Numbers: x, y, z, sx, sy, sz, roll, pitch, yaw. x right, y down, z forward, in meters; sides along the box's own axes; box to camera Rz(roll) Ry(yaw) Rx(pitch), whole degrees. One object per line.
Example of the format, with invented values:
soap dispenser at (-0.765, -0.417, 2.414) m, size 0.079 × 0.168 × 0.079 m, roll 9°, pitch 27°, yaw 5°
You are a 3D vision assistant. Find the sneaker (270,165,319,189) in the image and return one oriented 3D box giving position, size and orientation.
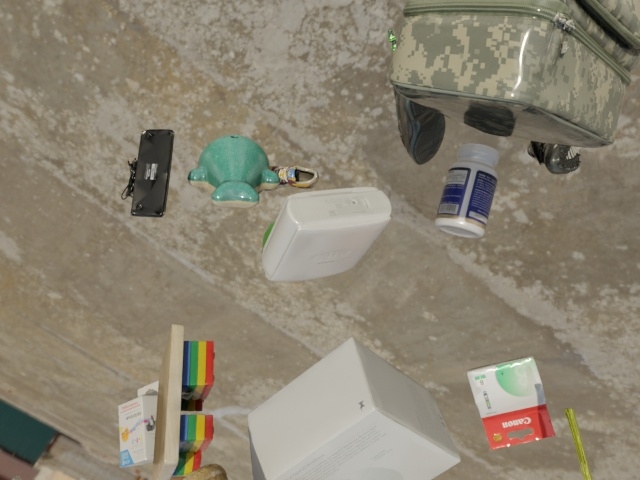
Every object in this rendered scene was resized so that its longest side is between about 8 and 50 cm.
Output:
sneaker at (-0.097, -0.170, 1.399) m, size 0.185 × 0.070 × 0.084 m, roll -4°, pitch 173°, yaw -7°

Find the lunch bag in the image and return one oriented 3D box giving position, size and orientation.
lunch bag at (0.252, -0.266, 0.636) m, size 0.305 × 0.256 × 0.212 m, roll 5°, pitch -169°, yaw -42°

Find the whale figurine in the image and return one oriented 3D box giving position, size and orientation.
whale figurine at (-0.200, -0.162, 1.240) m, size 0.216 × 0.272 × 0.141 m, roll 2°, pitch 114°, yaw -9°

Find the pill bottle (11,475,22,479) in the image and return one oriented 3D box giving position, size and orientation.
pill bottle at (-0.633, 0.626, 1.172) m, size 0.208 × 0.117 × 0.117 m, roll 46°, pitch 145°, yaw -1°

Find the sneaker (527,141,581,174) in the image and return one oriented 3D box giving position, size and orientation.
sneaker at (0.483, -0.186, 1.111) m, size 0.106 × 0.234 × 0.078 m, roll -15°, pitch 110°, yaw 39°

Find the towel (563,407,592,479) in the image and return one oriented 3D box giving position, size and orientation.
towel at (0.561, 0.482, 1.133) m, size 0.021 × 0.237 × 0.102 m, roll -15°, pitch 157°, yaw 22°

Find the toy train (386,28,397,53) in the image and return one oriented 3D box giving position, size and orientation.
toy train at (0.165, -0.424, 1.166) m, size 0.017 × 0.083 × 0.024 m, roll -19°, pitch 176°, yaw 7°

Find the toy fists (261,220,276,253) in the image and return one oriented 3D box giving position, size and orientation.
toy fists at (-0.075, -0.029, 1.800) m, size 0.279 × 0.142 × 0.096 m, roll -18°, pitch 136°, yaw 29°

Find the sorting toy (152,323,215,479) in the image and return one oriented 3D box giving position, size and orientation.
sorting toy at (-0.271, 0.338, 1.056) m, size 0.089 × 0.257 × 0.255 m, roll 6°, pitch 144°, yaw -19°

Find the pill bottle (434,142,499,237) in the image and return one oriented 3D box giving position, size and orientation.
pill bottle at (0.454, -0.151, 1.626) m, size 0.153 × 0.265 × 0.153 m, roll 16°, pitch 173°, yaw 2°

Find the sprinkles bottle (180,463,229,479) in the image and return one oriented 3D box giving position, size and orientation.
sprinkles bottle at (-0.060, 0.427, 0.592) m, size 0.355 × 0.121 × 0.121 m, roll 43°, pitch 154°, yaw 25°

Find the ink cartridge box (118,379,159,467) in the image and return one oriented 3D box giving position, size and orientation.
ink cartridge box at (-0.428, 0.435, 1.270) m, size 0.104 × 0.181 × 0.061 m, roll -28°, pitch 152°, yaw 31°

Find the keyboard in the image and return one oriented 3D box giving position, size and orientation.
keyboard at (-0.363, -0.142, 1.132) m, size 0.100 × 0.192 × 0.038 m, roll 4°, pitch 171°, yaw 6°

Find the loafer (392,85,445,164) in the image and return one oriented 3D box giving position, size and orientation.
loafer at (0.205, -0.268, 1.133) m, size 0.084 × 0.096 × 0.267 m, roll 52°, pitch 175°, yaw 29°

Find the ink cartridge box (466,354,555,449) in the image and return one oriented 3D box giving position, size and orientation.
ink cartridge box at (0.513, 0.440, 1.432) m, size 0.181 × 0.225 × 0.056 m, roll -17°, pitch 171°, yaw 11°

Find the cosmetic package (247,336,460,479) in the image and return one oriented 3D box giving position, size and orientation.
cosmetic package at (0.047, 0.301, 0.818) m, size 0.224 × 0.138 × 0.224 m, roll -39°, pitch 126°, yaw 16°

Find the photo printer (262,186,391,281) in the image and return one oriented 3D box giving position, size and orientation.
photo printer at (0.000, 0.000, 1.280) m, size 0.256 × 0.107 × 0.307 m, roll -7°, pitch 153°, yaw -25°
